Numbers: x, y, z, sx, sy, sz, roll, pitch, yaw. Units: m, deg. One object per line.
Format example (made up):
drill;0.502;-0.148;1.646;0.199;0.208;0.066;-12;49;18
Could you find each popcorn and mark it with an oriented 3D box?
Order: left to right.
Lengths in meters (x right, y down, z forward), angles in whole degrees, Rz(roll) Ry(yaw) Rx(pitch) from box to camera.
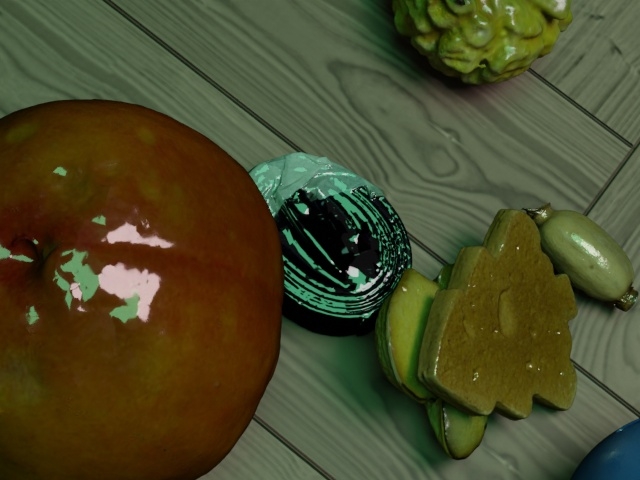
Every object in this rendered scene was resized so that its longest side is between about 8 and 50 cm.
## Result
popcorn;0.170;-0.274;1.123;0.189;0.169;0.218;-16;78;-13

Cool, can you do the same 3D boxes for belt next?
belt;0.000;0.000;1.055;0.198;0.078;0.151;42;73;8

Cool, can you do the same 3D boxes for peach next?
peach;-0.191;0.054;0.883;0.342;0.302;0.343;1;71;-2

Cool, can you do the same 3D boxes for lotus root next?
lotus root;0.270;0.010;1.093;0.150;0.062;0.073;44;27;5

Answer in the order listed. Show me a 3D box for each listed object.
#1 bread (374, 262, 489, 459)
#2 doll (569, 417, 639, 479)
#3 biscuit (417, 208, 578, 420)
bread;0.102;0.118;1.011;0.149;0.065;0.188;-8;89;-49
doll;0.329;0.283;0.900;0.284;0.310;0.240;-18;109;9
biscuit;0.168;0.087;1.011;0.238;0.041;0.212;-22;100;-41
